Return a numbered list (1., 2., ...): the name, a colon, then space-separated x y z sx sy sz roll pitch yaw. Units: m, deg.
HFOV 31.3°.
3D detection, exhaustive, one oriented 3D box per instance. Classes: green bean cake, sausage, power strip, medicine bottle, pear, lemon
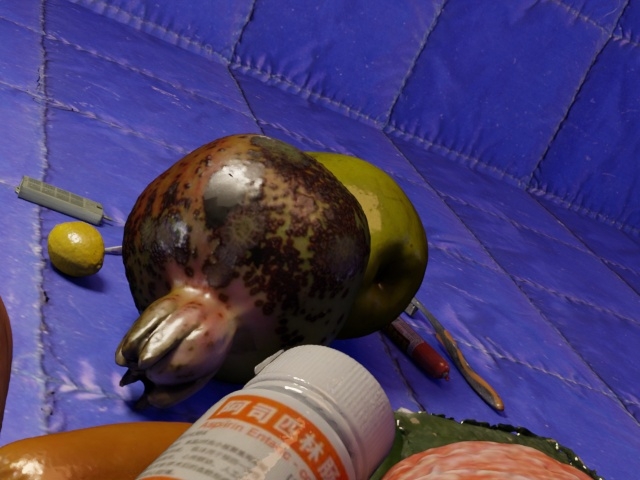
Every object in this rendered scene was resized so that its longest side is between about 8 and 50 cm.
1. green bean cake: 0.183 0.280 1.115 0.255 0.132 0.241 13 20 -33
2. sausage: -0.162 0.194 0.919 0.098 0.098 0.238 37 21 34
3. power strip: -0.345 -0.052 1.546 0.136 0.019 0.051 21 15 -17
4. medicine bottle: -0.052 0.193 0.868 0.145 0.144 0.252 31 35 15
5. sausage: 0.116 0.131 1.659 0.034 0.034 0.253 14 19 -38
6. pear: 0.000 0.000 1.511 0.253 0.252 0.307 10 10 -46
7. lemon: -0.291 0.008 1.354 0.092 0.065 0.065 42 22 31

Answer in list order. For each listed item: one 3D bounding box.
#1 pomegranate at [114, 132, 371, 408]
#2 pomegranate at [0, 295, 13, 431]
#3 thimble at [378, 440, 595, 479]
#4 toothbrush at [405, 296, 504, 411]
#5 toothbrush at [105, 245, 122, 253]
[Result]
1. pomegranate: -0.105 0.045 1.221 0.285 0.285 0.340 29 39 9
2. pomegranate: -0.333 0.061 0.648 0.338 0.338 0.338 24 16 -7
3. thimble: 0.125 0.273 0.858 0.239 0.239 0.162 28 13 4
4. toothbrush: 0.191 0.158 1.698 0.023 0.031 0.321 25 13 -33
5. toothbrush: -0.260 0.012 1.491 0.013 0.011 0.131 19 12 24
